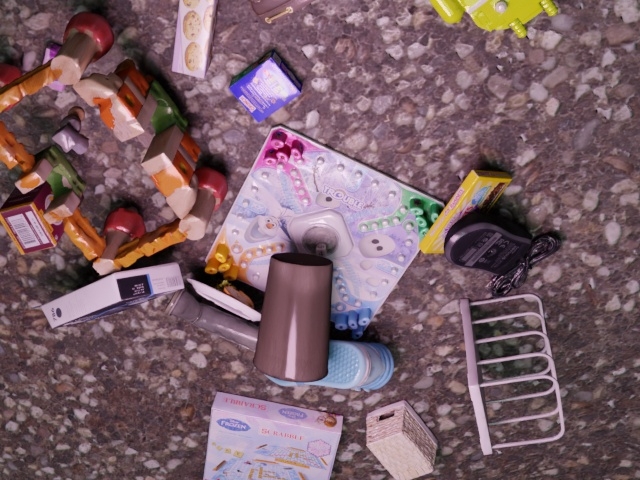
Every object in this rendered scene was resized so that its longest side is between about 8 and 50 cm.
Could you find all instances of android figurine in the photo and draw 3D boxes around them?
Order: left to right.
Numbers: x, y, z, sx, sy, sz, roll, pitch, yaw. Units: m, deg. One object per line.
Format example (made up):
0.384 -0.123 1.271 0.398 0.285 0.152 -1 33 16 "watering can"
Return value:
0.292 -0.466 1.489 0.248 0.056 0.273 -32 113 25 "android figurine"

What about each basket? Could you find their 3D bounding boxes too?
-0.049 0.147 1.795 0.154 0.204 0.226 4 99 -12 "basket"
0.194 0.484 2.117 0.113 0.103 0.167 -26 118 24 "basket"

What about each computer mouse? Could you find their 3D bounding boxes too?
0.338 0.011 1.772 0.272 0.072 0.188 21 124 -40 "computer mouse"

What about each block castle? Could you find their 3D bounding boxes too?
-0.409 -0.178 1.673 0.303 0.212 0.453 -23 121 21 "block castle"

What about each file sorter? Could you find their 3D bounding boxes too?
0.397 0.267 1.840 0.173 0.277 0.192 -10 122 11 "file sorter"

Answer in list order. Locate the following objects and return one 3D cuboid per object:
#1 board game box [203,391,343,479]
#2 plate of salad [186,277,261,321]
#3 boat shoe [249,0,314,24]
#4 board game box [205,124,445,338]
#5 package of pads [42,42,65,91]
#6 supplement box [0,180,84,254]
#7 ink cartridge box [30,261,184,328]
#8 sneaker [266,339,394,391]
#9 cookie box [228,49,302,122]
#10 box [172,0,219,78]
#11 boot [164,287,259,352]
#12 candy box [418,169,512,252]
-0.125 0.538 2.216 0.319 0.066 0.317 11 125 0 "board game box"
-0.194 0.120 1.897 0.200 0.200 0.048 29 79 -12 "plate of salad"
0.020 -0.458 1.495 0.325 0.116 0.096 -16 125 22 "boat shoe"
0.000 0.000 1.844 0.390 0.050 0.390 25 124 -9 "board game box"
-0.505 -0.331 1.694 0.050 0.032 0.083 20 124 -10 "package of pads"
-0.559 -0.071 1.782 0.081 0.188 0.104 -13 122 14 "supplement box"
-0.453 0.123 1.860 0.333 0.165 0.065 -19 85 42 "ink cartridge box"
0.021 0.275 1.990 0.319 0.127 0.208 7 176 40 "sneaker"
-0.103 -0.289 1.666 0.107 0.040 0.092 -30 116 24 "cookie box"
-0.210 -0.446 1.558 0.067 0.063 0.324 13 125 -3 "box"
-0.225 0.178 1.920 0.209 0.189 0.076 31 87 5 "boot"
0.285 -0.054 1.753 0.105 0.027 0.206 2 133 -38 "candy box"
